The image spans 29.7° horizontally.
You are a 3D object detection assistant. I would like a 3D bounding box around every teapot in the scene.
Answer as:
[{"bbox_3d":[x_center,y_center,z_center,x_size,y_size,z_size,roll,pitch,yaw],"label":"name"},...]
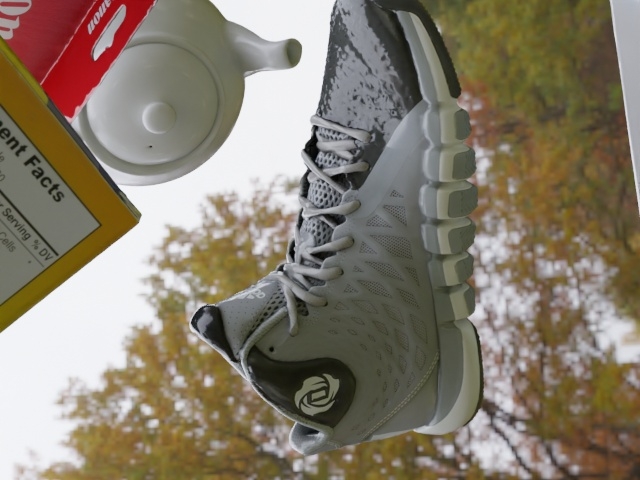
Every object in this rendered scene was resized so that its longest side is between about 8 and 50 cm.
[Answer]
[{"bbox_3d":[-0.192,-0.155,1.279,0.256,0.253,0.187,-63,26,17],"label":"teapot"}]

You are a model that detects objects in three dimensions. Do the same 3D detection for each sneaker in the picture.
[{"bbox_3d":[0.000,0.000,0.558,0.086,0.132,0.228,-152,50,-66],"label":"sneaker"}]

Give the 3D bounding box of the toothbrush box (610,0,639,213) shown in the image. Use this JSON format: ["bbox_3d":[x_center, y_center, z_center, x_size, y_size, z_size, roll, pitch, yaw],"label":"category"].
[{"bbox_3d":[0.279,-0.110,0.518,0.122,0.283,0.206,-8,-90,-45],"label":"toothbrush box"}]

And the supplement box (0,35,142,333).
[{"bbox_3d":[-0.330,-0.004,0.751,0.195,0.357,0.194,43,169,48],"label":"supplement box"}]

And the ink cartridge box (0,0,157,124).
[{"bbox_3d":[-0.230,-0.252,0.929,0.130,0.309,0.271,7,-126,-36],"label":"ink cartridge box"}]
